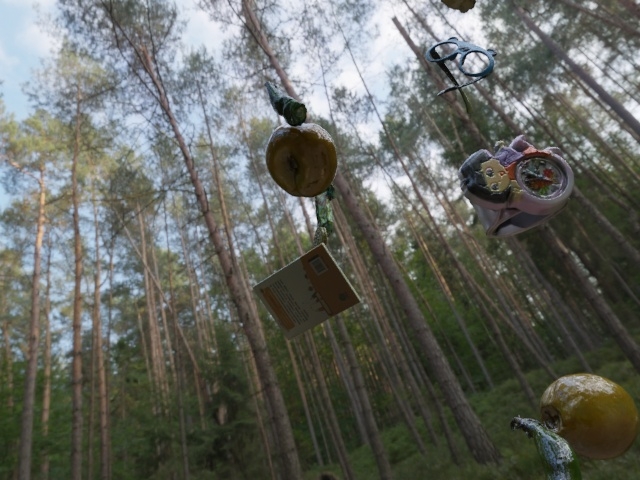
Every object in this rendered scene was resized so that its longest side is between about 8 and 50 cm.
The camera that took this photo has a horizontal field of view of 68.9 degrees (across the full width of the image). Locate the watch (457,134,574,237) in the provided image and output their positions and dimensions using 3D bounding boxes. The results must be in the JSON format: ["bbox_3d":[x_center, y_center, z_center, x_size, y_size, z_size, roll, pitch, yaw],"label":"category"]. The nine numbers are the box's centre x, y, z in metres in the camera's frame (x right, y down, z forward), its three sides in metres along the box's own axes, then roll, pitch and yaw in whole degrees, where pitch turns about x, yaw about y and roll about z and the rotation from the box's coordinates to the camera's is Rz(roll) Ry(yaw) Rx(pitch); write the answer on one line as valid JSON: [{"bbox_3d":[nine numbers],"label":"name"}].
[{"bbox_3d":[0.442,-0.111,1.103,0.244,0.196,0.231,-17,-20,0],"label":"watch"}]

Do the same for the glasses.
[{"bbox_3d":[0.416,-0.492,1.422,0.102,0.239,0.207,-21,-49,-29],"label":"glasses"}]

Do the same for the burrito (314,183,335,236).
[{"bbox_3d":[0.019,-0.150,1.629,0.054,0.288,0.104,12,-37,-24],"label":"burrito"}]

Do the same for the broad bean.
[{"bbox_3d":[0.317,0.405,0.703,0.049,0.292,0.144,48,-34,-21],"label":"broad bean"}]

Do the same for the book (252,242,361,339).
[{"bbox_3d":[-0.048,0.163,1.423,0.295,0.208,0.020,-32,3,27],"label":"book"}]

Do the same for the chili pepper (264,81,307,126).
[{"bbox_3d":[-0.106,-0.387,1.338,0.061,0.224,0.098,-36,-47,-9],"label":"chili pepper"}]

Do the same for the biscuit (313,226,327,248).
[{"bbox_3d":[0.000,0.000,1.422,0.023,0.084,0.084,5,-40,-18],"label":"biscuit"}]

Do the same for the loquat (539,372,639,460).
[{"bbox_3d":[0.737,0.479,1.279,0.244,0.244,0.244,-12,-35,-9],"label":"loquat"}]

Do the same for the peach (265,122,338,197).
[{"bbox_3d":[-0.060,-0.253,1.476,0.153,0.251,0.251,-43,-15,-42],"label":"peach"}]

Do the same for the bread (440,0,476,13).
[{"bbox_3d":[0.186,-0.416,0.650,0.054,0.154,0.136,-16,-30,-38],"label":"bread"}]
